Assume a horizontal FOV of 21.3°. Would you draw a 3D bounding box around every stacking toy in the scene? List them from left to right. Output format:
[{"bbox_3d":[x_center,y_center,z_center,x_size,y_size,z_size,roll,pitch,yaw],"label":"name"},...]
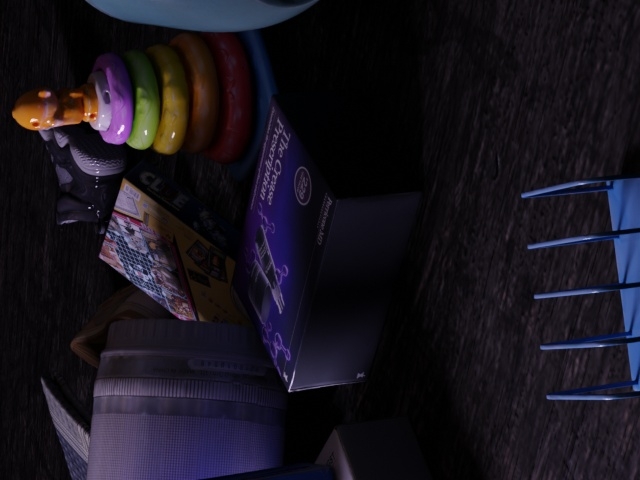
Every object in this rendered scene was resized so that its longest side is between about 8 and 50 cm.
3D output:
[{"bbox_3d":[-0.208,-0.161,1.960,0.175,0.302,0.166,121,136,-55],"label":"stacking toy"}]

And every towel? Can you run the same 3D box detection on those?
[{"bbox_3d":[-0.256,0.359,2.292,0.324,0.056,0.312,40,150,43],"label":"towel"}]

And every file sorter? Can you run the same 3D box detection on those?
[{"bbox_3d":[0.226,0.035,1.288,0.118,0.104,0.170,168,95,-66],"label":"file sorter"}]

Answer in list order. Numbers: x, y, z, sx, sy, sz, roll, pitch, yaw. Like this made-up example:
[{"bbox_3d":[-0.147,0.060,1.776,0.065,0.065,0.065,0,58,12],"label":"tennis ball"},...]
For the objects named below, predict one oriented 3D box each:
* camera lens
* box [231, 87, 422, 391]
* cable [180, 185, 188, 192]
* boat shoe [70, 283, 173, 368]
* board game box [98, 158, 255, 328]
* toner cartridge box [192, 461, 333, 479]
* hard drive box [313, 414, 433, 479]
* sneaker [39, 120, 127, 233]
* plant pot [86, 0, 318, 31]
[{"bbox_3d":[-0.149,0.236,1.904,0.219,0.219,0.274,163,113,-65],"label":"camera lens"},{"bbox_3d":[0.000,0.000,1.788,0.184,0.103,0.261,56,144,42],"label":"box"},{"bbox_3d":[-0.152,0.046,2.215,0.287,0.072,0.139,-108,16,-53],"label":"cable"},{"bbox_3d":[-0.273,0.122,2.436,0.098,0.109,0.302,-62,11,-25],"label":"boat shoe"},{"bbox_3d":[-0.143,0.033,2.014,0.243,0.042,0.165,37,141,8],"label":"board game box"},{"bbox_3d":[-0.149,0.325,1.669,0.075,0.348,0.165,174,89,-65],"label":"toner cartridge box"},{"bbox_3d":[0.063,0.325,1.733,0.181,0.089,0.232,116,140,-49],"label":"hard drive box"},{"bbox_3d":[-0.375,-0.109,2.581,0.268,0.101,0.153,43,131,52],"label":"sneaker"},{"bbox_3d":[-0.096,-0.342,1.720,0.235,0.293,0.293,23,117,45],"label":"plant pot"}]
